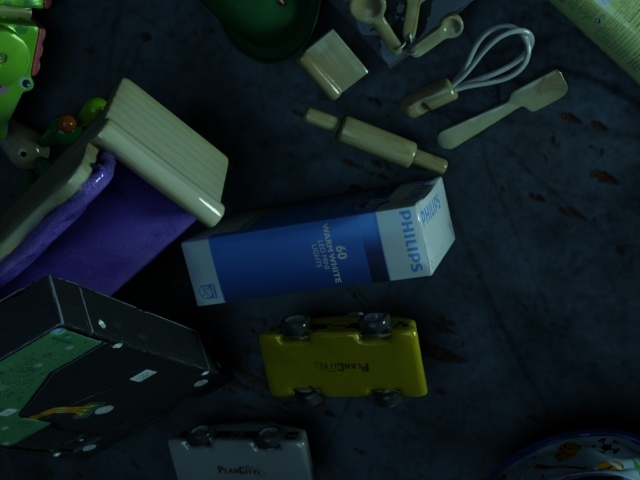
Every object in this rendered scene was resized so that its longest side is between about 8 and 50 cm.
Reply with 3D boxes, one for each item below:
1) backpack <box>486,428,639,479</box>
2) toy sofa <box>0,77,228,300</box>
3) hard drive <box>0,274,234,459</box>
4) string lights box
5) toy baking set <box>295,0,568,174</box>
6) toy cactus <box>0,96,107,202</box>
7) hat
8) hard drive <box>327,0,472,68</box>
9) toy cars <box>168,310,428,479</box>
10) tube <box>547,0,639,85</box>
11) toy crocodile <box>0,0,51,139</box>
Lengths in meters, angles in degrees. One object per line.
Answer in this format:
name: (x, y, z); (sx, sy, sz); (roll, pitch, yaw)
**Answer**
backpack: (0.290, 0.325, 0.907); (0.276, 0.213, 0.263); (-27, 104, 18)
toy sofa: (-0.270, 0.018, 0.940); (0.150, 0.177, 0.362); (38, 120, -24)
hard drive: (-0.274, 0.153, 0.971); (0.236, 0.339, 0.064); (-30, 65, 13)
string lights box: (0.000, 0.000, 0.948); (0.259, 0.133, 0.077); (-9, 103, 22)
toy baking set: (0.105, -0.153, 0.885); (0.256, 0.030, 0.197); (24, 127, -12)
toy cactus: (-0.318, -0.091, 1.065); (0.180, 0.112, 0.219); (38, 118, 25)
hat: (-0.121, -0.265, 0.856); (0.173, 0.183, 0.209); (-5, 101, 45)
hard drive: (0.109, -0.311, 0.859); (0.172, 0.054, 0.254); (48, 116, 0)
toy cars: (-0.026, 0.194, 1.047); (0.176, 0.087, 0.394); (42, 118, 3)
tube: (0.310, -0.182, 0.832); (0.240, 0.062, 0.070); (39, 158, -1)
toy crocodile: (-0.350, -0.283, 1.006); (0.115, 0.105, 0.341); (37, 121, 49)
